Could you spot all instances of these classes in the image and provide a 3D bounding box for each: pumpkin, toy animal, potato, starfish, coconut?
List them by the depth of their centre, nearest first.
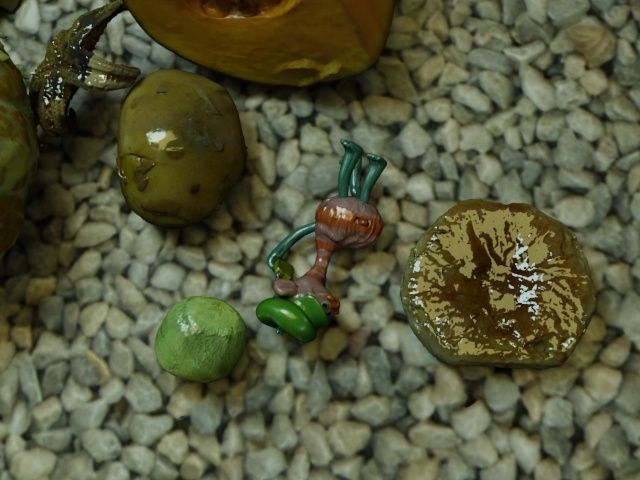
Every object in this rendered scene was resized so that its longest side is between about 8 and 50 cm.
[{"bbox_3d":[-0.119,0.100,0.909,0.088,0.096,0.087,13,39,-11],"label":"coconut"},{"bbox_3d":[0.000,0.000,0.934,0.103,0.100,0.208,18,81,33],"label":"toy animal"},{"bbox_3d":[-0.064,-0.309,0.949,0.303,0.256,0.225,11,69,1],"label":"pumpkin"},{"bbox_3d":[-0.145,-0.100,0.956,0.137,0.137,0.175,-3,74,3],"label":"potato"},{"bbox_3d":[-0.264,-0.176,0.987,0.190,0.074,0.146,-35,46,29],"label":"starfish"}]

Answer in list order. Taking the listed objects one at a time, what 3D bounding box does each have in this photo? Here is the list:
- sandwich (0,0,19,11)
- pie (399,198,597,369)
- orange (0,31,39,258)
[{"bbox_3d":[-0.423,-0.288,1.063,0.090,0.088,0.244,38,81,24],"label":"sandwich"},{"bbox_3d":[0.177,0.042,0.925,0.195,0.046,0.195,-1,70,4],"label":"pie"},{"bbox_3d":[-0.434,-0.089,0.898,0.329,0.249,0.329,0,91,17],"label":"orange"}]
